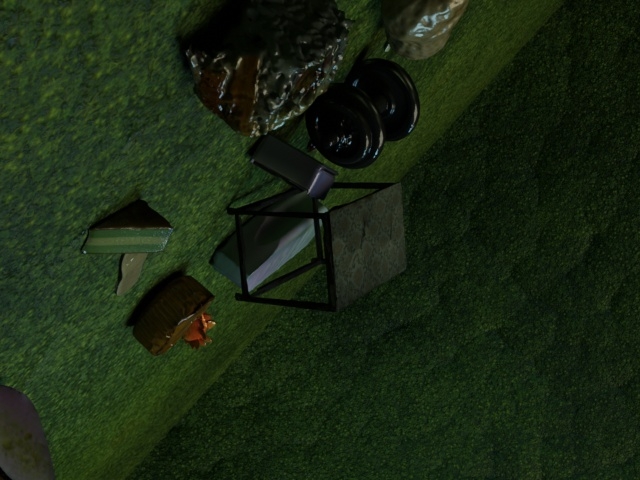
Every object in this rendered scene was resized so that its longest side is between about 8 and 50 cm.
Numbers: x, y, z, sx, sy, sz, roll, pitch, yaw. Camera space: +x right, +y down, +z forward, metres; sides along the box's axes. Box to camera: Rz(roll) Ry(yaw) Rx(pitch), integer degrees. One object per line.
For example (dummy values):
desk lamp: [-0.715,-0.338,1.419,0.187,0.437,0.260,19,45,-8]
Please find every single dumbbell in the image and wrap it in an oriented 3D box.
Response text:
dumbbell: [0.091,-0.267,1.621,0.290,0.192,0.192,-41,170,-39]

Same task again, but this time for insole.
insole: [-0.346,0.037,1.440,0.081,0.011,0.248,-42,171,-37]

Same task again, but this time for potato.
potato: [-0.606,0.404,1.294,0.266,0.229,0.229,-32,172,2]

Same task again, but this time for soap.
soap: [-0.137,0.006,2.016,0.347,0.115,0.208,-39,168,-44]

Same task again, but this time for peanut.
peanut: [0.186,-0.442,1.478,0.159,0.143,0.291,-12,172,-6]

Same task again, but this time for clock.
clock: [-0.052,-0.150,1.589,0.073,0.144,0.193,-60,171,5]

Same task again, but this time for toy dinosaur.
toy dinosaur: [-0.340,0.236,2.063,0.070,0.117,0.288,-41,167,-39]

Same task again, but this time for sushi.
sushi: [-0.066,-0.246,1.064,0.274,0.139,0.184,-48,173,-46]

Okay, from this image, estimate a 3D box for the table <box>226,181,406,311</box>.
table: [0.000,0.000,1.778,0.335,0.272,0.222,-24,113,-55]

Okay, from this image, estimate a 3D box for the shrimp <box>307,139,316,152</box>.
shrimp: [0.013,-0.256,1.846,0.127,0.025,0.091,-49,171,34]

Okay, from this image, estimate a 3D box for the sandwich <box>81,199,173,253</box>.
sandwich: [-0.308,-0.001,1.228,0.116,0.074,0.074,-39,168,-46]

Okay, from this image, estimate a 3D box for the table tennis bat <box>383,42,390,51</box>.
table tennis bat: [0.174,-0.473,1.678,0.087,0.013,0.156,-42,170,-38]

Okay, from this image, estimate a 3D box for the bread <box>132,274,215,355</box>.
bread: [-0.343,0.167,1.767,0.199,0.104,0.199,-47,177,-4]

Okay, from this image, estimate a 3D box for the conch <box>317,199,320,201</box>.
conch: [-0.031,-0.109,2.145,0.180,0.065,0.088,138,-36,-58]
